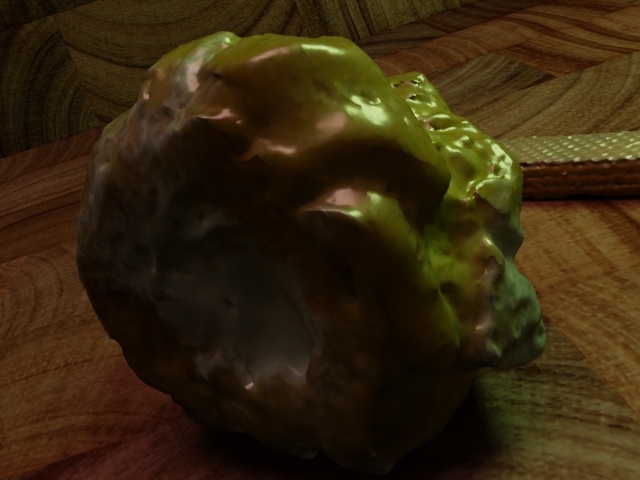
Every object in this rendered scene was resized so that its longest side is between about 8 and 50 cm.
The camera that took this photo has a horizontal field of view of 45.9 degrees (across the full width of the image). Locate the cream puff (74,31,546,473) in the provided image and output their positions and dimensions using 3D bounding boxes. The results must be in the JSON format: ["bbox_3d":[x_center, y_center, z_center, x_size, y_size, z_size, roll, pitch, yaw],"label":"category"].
[{"bbox_3d":[0.000,0.000,0.630,0.378,0.379,0.275,-3,27,32],"label":"cream puff"}]

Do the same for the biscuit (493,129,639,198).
[{"bbox_3d":[0.300,-0.091,0.932,0.378,0.054,0.094,2,31,39],"label":"biscuit"}]
